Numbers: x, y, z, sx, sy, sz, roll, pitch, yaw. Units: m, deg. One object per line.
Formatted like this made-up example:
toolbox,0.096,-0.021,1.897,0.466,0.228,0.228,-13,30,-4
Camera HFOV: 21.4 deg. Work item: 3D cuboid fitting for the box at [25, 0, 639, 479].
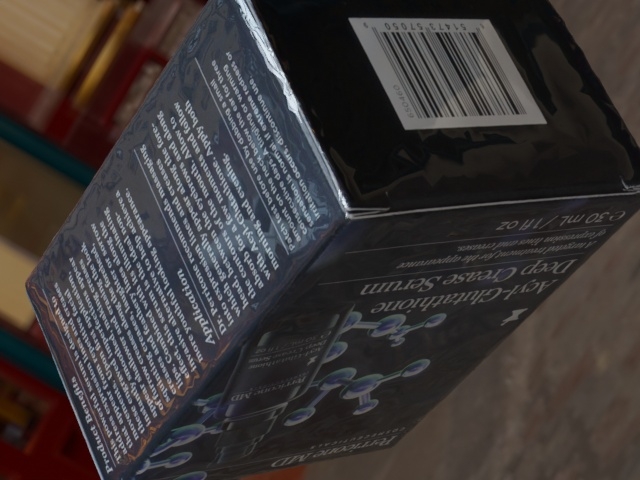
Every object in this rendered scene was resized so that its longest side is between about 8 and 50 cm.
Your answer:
box,0.000,0.000,1.294,0.395,0.294,0.212,-50,56,44
